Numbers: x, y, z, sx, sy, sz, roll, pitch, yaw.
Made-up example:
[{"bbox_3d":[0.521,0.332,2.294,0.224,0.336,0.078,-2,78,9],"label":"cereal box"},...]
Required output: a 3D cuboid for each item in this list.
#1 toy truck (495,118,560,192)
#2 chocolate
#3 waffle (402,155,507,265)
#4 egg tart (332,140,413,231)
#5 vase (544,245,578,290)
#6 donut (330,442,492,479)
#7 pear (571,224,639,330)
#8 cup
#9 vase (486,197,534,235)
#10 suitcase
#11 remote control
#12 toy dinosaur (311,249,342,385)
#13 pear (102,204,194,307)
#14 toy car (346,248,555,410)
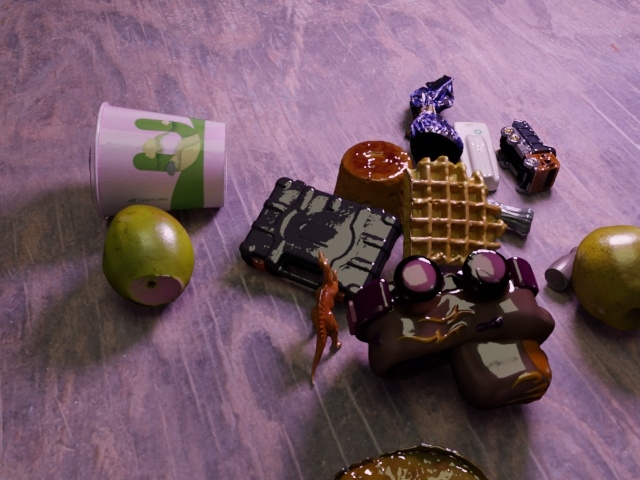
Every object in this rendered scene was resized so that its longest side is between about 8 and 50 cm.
[{"bbox_3d":[0.475,-0.196,1.638,0.092,0.083,0.192,-7,45,-13],"label":"toy truck"},{"bbox_3d":[0.266,-0.308,1.735,0.148,0.126,0.343,-35,31,31],"label":"chocolate"},{"bbox_3d":[0.276,-0.056,1.435,0.219,0.057,0.229,5,81,-14],"label":"waffle"},{"bbox_3d":[0.120,-0.123,1.533,0.203,0.147,0.202,-1,43,1],"label":"egg tart"},{"bbox_3d":[0.495,0.053,1.417,0.053,0.053,0.101,35,51,30],"label":"vase"},{"bbox_3d":[0.125,0.412,0.968,0.272,0.107,0.272,0,46,0],"label":"donut"},{"bbox_3d":[0.562,0.063,1.313,0.198,0.198,0.198,-1,46,1],"label":"pear"},{"bbox_3d":[-0.340,-0.165,1.539,0.274,0.253,0.253,2,45,-8],"label":"cup"},{"bbox_3d":[0.377,-0.057,1.513,0.149,0.081,0.081,17,49,13],"label":"vase"},{"bbox_3d":[0.000,0.000,1.433,0.286,0.066,0.206,20,69,20],"label":"suitcase"},{"bbox_3d":[0.367,-0.206,1.674,0.090,0.049,0.230,1,44,-1],"label":"remote control"},{"bbox_3d":[0.009,0.138,1.285,0.057,0.142,0.212,-2,48,2],"label":"toy dinosaur"},{"bbox_3d":[-0.337,0.019,1.380,0.188,0.187,0.219,-11,53,-9],"label":"pear"},{"bbox_3d":[0.226,0.170,1.200,0.341,0.271,0.240,-9,66,-3],"label":"toy car"}]
